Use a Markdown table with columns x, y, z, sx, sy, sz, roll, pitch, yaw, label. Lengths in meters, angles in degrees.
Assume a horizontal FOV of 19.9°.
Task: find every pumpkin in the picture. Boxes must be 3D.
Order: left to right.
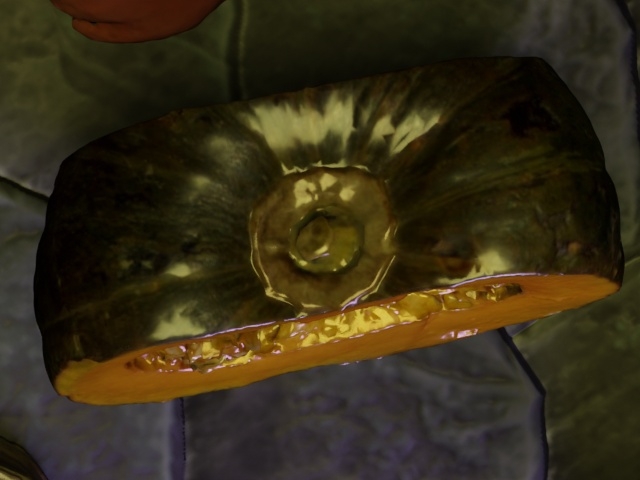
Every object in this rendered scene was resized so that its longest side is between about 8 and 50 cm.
| x | y | z | sx | sy | sz | roll | pitch | yaw | label |
| --- | --- | --- | --- | --- | --- | --- | --- | --- | --- |
| 0.000 | 0.000 | 1.002 | 0.317 | 0.222 | 0.139 | -14 | 81 | -2 | pumpkin |

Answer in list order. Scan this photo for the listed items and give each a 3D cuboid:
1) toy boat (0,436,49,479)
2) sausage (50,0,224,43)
| x | y | z | sx | sy | sz | roll | pitch | yaw | label |
| --- | --- | --- | --- | --- | --- | --- | --- | --- | --- |
| -0.224 | 0.168 | 1.095 | 0.188 | 0.061 | 0.116 | 32 | 100 | -14 | toy boat |
| -0.056 | -0.228 | 0.942 | 0.152 | 0.152 | 0.279 | 38 | 100 | -15 | sausage |
